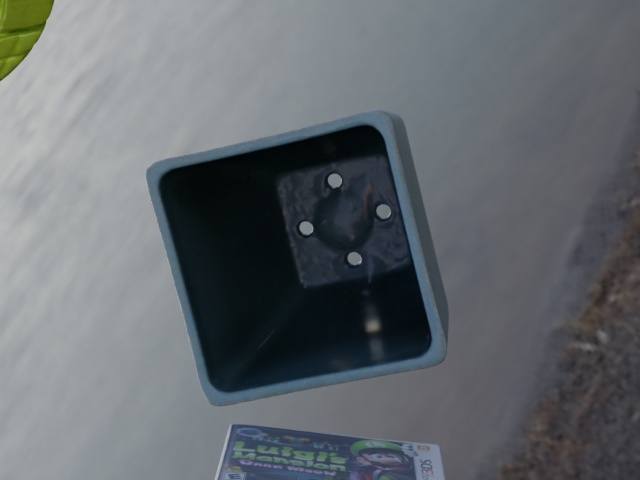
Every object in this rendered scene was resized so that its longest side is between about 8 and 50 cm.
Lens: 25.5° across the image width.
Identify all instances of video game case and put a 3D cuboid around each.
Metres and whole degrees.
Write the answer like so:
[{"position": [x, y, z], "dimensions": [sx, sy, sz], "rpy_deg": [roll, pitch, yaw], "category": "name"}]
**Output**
[{"position": [0.010, 0.196, 1.180], "dimensions": [0.173, 0.190, 0.022], "rpy_deg": [-83, -1, -80], "category": "video game case"}]

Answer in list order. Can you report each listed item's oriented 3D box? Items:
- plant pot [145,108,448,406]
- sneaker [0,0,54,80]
[{"position": [0.000, 0.000, 1.453], "dimensions": [0.247, 0.248, 0.252], "rpy_deg": [-12, 7, 14], "category": "plant pot"}, {"position": [-0.255, -0.241, 1.066], "dimensions": [0.123, 0.109, 0.296], "rpy_deg": [-12, 67, 60], "category": "sneaker"}]
